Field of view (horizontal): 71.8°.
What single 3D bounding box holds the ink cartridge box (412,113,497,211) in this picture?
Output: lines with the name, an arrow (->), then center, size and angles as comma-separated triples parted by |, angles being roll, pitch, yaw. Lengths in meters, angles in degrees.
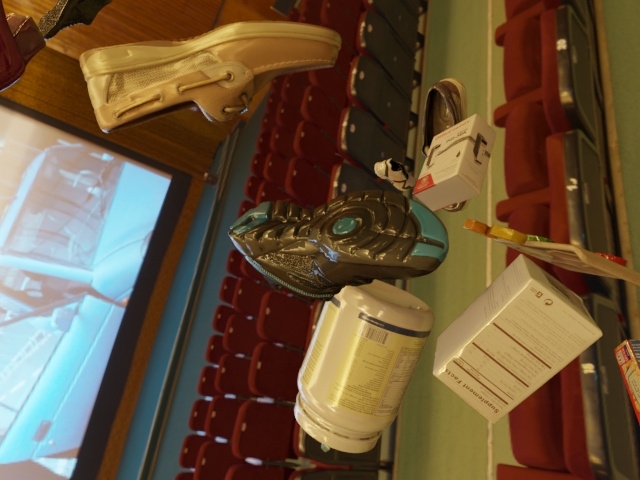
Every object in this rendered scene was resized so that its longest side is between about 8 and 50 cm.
ink cartridge box -> 0.220, -0.127, 0.726 | 0.099, 0.056, 0.135 | -23, 37, 55

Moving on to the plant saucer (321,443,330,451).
plant saucer -> 0.034, 0.482, 1.229 | 0.067, 0.018, 0.192 | 108, 178, -58

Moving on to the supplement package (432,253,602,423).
supplement package -> 0.247, 0.127, 0.581 | 0.179, 0.105, 0.105 | -53, -4, 24

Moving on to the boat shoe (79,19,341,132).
boat shoe -> -0.137, -0.215, 0.599 | 0.121, 0.341, 0.110 | -86, -12, -78

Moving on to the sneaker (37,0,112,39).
sneaker -> -0.567, -0.519, 1.022 | 0.051, 0.089, 0.170 | 39, 96, 17

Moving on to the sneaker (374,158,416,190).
sneaker -> 0.164, -0.136, 0.918 | 0.044, 0.109, 0.040 | -22, 57, 49

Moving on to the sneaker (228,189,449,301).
sneaker -> 0.026, 0.016, 0.628 | 0.341, 0.140, 0.125 | 5, 42, 41

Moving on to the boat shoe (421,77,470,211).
boat shoe -> 0.261, -0.192, 0.939 | 0.103, 0.092, 0.285 | 12, 116, 44

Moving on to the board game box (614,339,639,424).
board game box -> 0.479, 0.219, 0.545 | 0.045, 0.147, 0.193 | 77, -167, -55

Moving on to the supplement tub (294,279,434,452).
supplement tub -> 0.087, 0.260, 0.971 | 0.235, 0.235, 0.325 | 36, 108, 63

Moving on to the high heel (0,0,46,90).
high heel -> -0.652, -0.444, 0.769 | 0.127, 0.377, 0.181 | 12, 60, 19

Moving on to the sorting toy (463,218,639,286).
sorting toy -> 0.442, 0.014, 0.838 | 0.041, 0.307, 0.229 | -70, 20, 3
